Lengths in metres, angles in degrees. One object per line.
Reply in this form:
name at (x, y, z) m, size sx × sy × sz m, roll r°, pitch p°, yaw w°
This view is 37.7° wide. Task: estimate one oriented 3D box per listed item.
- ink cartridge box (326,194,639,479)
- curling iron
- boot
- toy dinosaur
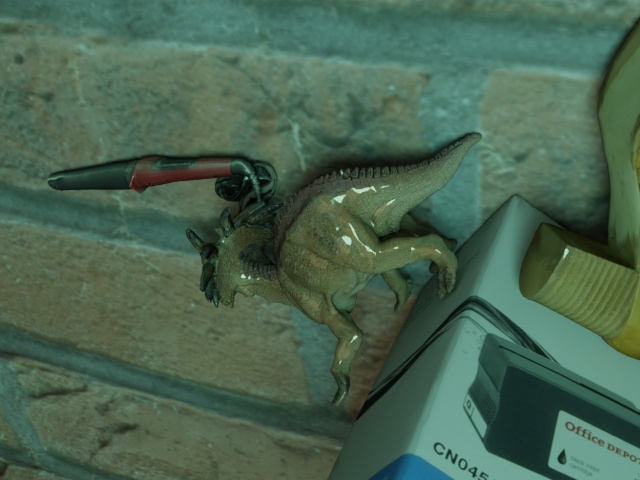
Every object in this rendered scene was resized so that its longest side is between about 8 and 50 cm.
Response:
ink cartridge box at (0.169, 0.191, 0.692) m, size 0.285 × 0.395 × 0.166 m, roll 35°, pitch 132°, yaw -2°
curling iron at (-0.164, -0.054, 0.918) m, size 0.274 × 0.035 × 0.068 m, roll 3°, pitch 127°, yaw 26°
boot at (0.290, -0.042, 0.651) m, size 0.211 × 0.104 × 0.295 m, roll 19°, pitch 113°, yaw -16°
toy dinosaur at (0.000, 0.000, 0.802) m, size 0.200 × 0.127 × 0.296 m, roll 38°, pitch 126°, yaw -4°
